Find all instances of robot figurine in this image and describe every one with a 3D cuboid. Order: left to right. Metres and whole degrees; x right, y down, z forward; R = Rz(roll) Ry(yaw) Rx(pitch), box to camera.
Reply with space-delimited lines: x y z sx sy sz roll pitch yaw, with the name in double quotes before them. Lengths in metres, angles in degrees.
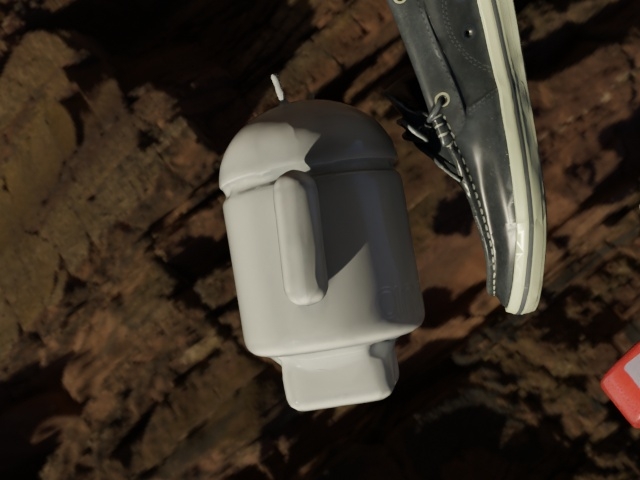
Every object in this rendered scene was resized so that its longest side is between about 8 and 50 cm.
"robot figurine" 0.000 0.000 0.925 0.199 0.354 0.300 -10 177 5

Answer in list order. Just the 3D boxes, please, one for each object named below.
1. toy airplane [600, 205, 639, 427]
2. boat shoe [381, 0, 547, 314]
"toy airplane" 0.530 0.057 0.902 0.272 0.385 0.385 70 38 -55
"boat shoe" 0.152 -0.154 0.921 0.155 0.501 0.187 -11 -164 14
